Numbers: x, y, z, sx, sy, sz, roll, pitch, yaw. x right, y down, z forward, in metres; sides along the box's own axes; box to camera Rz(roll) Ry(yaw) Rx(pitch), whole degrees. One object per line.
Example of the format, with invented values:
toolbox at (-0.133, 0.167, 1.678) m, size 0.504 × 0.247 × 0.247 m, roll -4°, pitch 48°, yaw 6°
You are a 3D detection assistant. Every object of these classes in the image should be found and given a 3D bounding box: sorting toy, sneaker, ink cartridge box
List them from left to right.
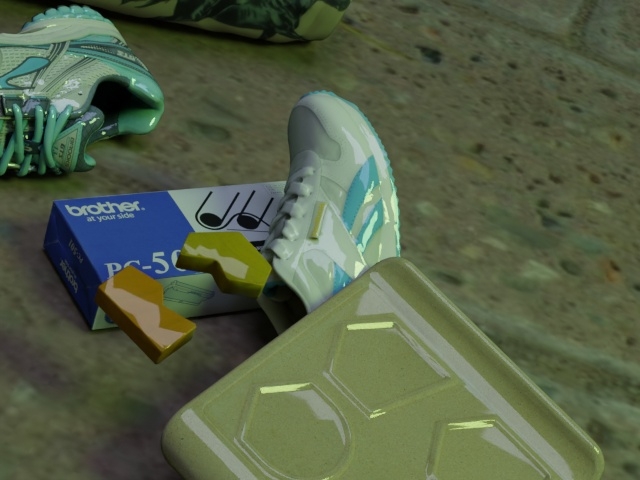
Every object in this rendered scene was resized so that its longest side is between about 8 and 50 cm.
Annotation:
sneaker at (-0.229, -0.101, 1.326) m, size 0.122 × 0.110 × 0.283 m, roll 40°, pitch 40°, yaw 21°
ink cartridge box at (-0.089, 0.008, 1.296) m, size 0.207 × 0.046 × 0.097 m, roll -6°, pitch 42°, yaw -32°
sneaker at (0.000, 0.000, 1.247) m, size 0.092 × 0.087 × 0.229 m, roll 0°, pitch 71°, yaw -24°
sorting toy at (0.009, 0.108, 1.143) m, size 0.307 × 0.041 × 0.229 m, roll 45°, pitch 55°, yaw 13°

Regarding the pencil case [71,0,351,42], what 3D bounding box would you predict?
pencil case at (-0.151, -0.286, 1.565) m, size 0.410 × 0.160 × 0.183 m, roll 9°, pitch 51°, yaw -14°
